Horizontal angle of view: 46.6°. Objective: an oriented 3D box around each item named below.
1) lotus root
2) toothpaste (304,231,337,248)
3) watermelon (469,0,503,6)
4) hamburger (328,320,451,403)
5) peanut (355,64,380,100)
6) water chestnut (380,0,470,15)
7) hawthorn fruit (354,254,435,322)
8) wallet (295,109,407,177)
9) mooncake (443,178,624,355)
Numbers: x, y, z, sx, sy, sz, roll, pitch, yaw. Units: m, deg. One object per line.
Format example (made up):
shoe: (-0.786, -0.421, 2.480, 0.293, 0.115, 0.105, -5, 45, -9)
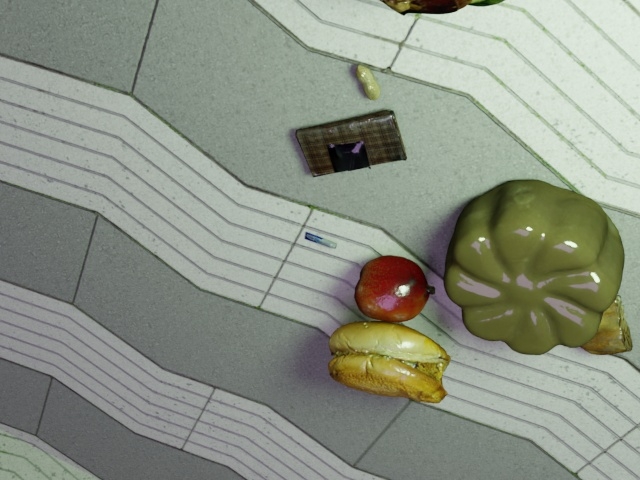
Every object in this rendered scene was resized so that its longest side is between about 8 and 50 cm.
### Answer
lotus root: (0.646, 0.206, 1.702, 0.135, 0.095, 0.159, -24, 109, 36)
toothpaste: (0.000, 0.000, 1.824, 0.083, 0.015, 0.024, 19, 131, 13)
watermelon: (0.327, -0.475, 1.335, 0.181, 0.075, 0.092, -41, 61, 36)
hamburger: (0.164, 0.303, 1.851, 0.314, 0.170, 0.290, 2, 156, 26)
peanut: (0.097, -0.325, 1.528, 0.037, 0.037, 0.083, -21, 120, 31)
water chestnut: (0.155, -0.551, 1.190, 0.335, 0.335, 0.347, 29, 100, -3)
hawthorn fruit: (0.177, 0.120, 1.748, 0.188, 0.169, 0.169, 11, 130, 27)
wallet: (0.067, -0.209, 1.623, 0.230, 0.042, 0.124, -9, 120, 23)
mooncake: (0.446, 0.066, 1.594, 0.378, 0.201, 0.378, 9, 127, 13)
